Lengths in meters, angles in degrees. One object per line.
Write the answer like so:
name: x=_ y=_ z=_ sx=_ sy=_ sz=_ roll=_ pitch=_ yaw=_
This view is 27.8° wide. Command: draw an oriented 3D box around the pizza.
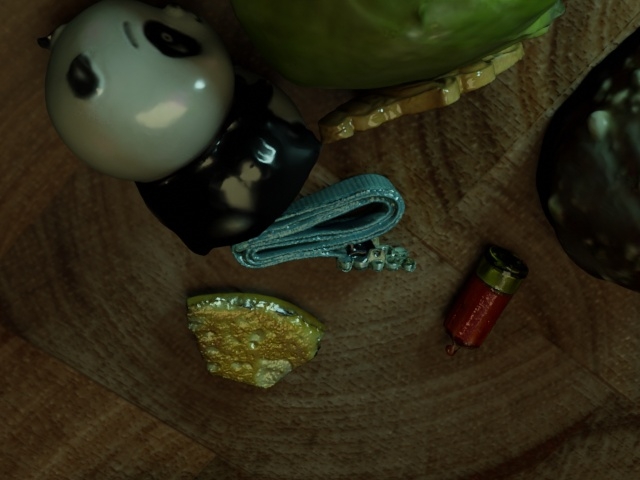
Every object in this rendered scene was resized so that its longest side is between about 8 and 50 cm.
pizza: x=-0.073 y=0.100 z=1.349 sx=0.160 sy=0.036 sz=0.099 roll=14 pitch=114 yaw=-19

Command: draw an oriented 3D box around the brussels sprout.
brussels sprout: x=0.072 y=-0.251 z=1.056 sx=0.328 sy=0.328 sz=0.247 roll=-26 pitch=94 yaw=2

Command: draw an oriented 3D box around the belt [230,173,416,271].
belt: x=-0.001 y=-0.002 z=1.299 sx=0.179 sy=0.065 sz=0.100 roll=-14 pitch=112 yaw=-3

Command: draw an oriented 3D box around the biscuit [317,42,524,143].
biscuit: x=0.098 y=-0.144 z=1.195 sx=0.250 sy=0.162 sz=0.035 roll=-25 pitch=107 yaw=-32

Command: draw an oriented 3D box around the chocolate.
chocolate: x=0.384 y=-0.079 z=1.255 sx=0.340 sy=0.210 sz=0.225 roll=-41 pitch=121 yaw=11

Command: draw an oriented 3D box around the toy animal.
toy animal: x=-0.130 y=-0.112 z=1.132 sx=0.165 sy=0.187 sz=0.235 roll=-47 pitch=121 yaw=2

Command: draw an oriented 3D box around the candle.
candle: x=0.170 y=0.071 z=1.381 sx=0.052 sy=0.052 sz=0.131 roll=19 pitch=113 yaw=-21
